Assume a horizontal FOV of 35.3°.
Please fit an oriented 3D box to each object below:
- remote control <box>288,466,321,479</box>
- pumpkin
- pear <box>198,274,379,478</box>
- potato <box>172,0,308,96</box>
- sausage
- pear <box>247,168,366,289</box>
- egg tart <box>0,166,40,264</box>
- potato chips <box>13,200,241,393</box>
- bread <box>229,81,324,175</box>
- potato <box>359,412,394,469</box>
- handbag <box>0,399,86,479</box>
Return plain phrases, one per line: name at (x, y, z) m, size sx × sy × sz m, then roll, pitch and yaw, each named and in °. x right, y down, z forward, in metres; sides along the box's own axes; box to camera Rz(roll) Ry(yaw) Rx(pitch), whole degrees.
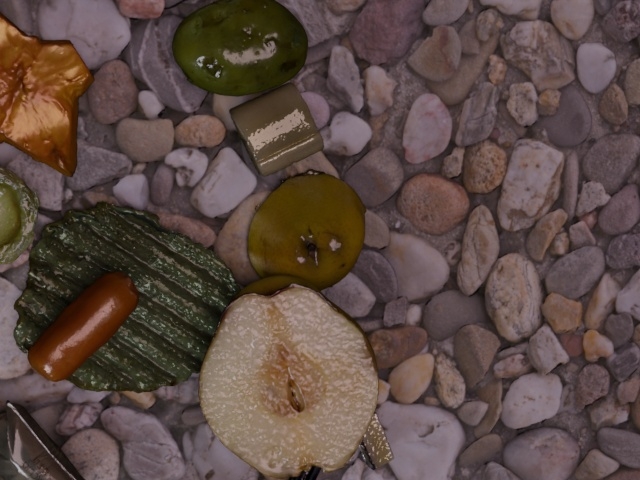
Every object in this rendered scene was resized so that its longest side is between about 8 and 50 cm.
remote control at (-0.027, 0.475, 2.076) m, size 0.066 × 0.090 × 0.265 m, roll 19°, pitch 92°, yaw -2°
pumpkin at (-0.543, -0.281, 1.807) m, size 0.258 × 0.095 × 0.290 m, roll 11°, pitch 91°, yaw -14°
pear at (-0.064, 0.251, 1.957) m, size 0.340 × 0.191 × 0.386 m, roll -9°, pitch 101°, yaw -1°
potato at (-0.151, -0.365, 1.894) m, size 0.253 × 0.148 × 0.186 m, roll 4°, pitch 80°, yaw -9°
sausage at (-0.428, 0.156, 1.835) m, size 0.238 × 0.098 × 0.098 m, roll -46°, pitch 108°, yaw -11°
pear at (-0.001, 0.003, 1.977) m, size 0.267 × 0.178 × 0.267 m, roll -4°, pitch 102°, yaw -20°
egg tart at (-0.610, -0.048, 1.827) m, size 0.197 × 0.078 × 0.197 m, roll -2°, pitch 96°, yaw -16°
potato chips at (-0.368, 0.128, 1.933) m, size 0.429 × 0.070 × 0.358 m, roll 33°, pitch 85°, yaw -19°
bread at (-0.086, -0.213, 1.939) m, size 0.141 × 0.134 × 0.148 m, roll -26°, pitch 96°, yaw -8°
potato at (0.104, 0.416, 2.114) m, size 0.061 × 0.086 × 0.122 m, roll -25°, pitch 98°, yaw -10°
handbag at (-0.548, 0.423, 1.889) m, size 0.182 × 0.117 × 0.270 m, roll -26°, pitch 109°, yaw 30°
